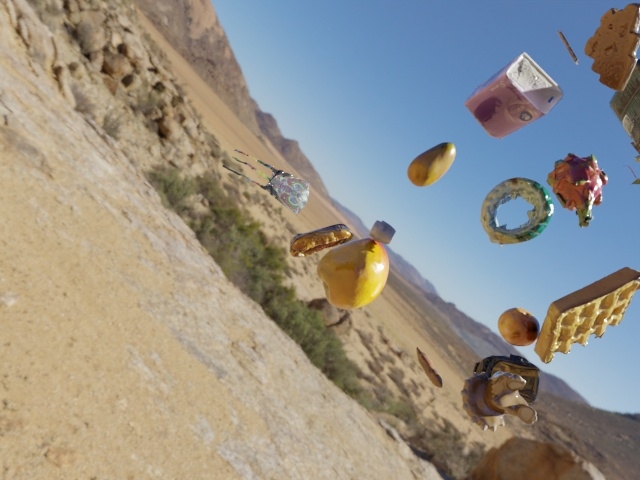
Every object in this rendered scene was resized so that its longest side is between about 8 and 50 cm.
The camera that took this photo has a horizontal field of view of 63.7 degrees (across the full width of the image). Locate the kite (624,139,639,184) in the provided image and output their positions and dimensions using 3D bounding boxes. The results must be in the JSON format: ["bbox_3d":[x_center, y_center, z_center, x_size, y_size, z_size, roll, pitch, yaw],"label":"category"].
[{"bbox_3d":[1.296,-0.296,2.028,0.244,0.198,0.006,44,39,-6],"label":"kite"}]

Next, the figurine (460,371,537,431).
[{"bbox_3d":[0.520,0.493,1.583,0.247,0.173,0.177,154,-83,-87],"label":"figurine"}]

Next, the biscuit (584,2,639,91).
[{"bbox_3d":[1.031,-0.660,1.804,0.278,0.043,0.301,144,-55,-79],"label":"biscuit"}]

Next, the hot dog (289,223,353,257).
[{"bbox_3d":[0.000,0.000,1.953,0.131,0.253,0.069,67,8,-64],"label":"hot dog"}]

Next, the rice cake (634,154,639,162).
[{"bbox_3d":[1.056,-0.287,1.637,0.021,0.121,0.022,58,0,-29],"label":"rice cake"}]

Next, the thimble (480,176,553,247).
[{"bbox_3d":[0.779,-0.108,2.071,0.254,0.288,0.167,44,10,16],"label":"thimble"}]

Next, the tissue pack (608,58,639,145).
[{"bbox_3d":[1.405,-0.543,2.121,0.254,0.264,0.416,11,41,-3],"label":"tissue pack"}]

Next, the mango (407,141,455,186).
[{"bbox_3d":[0.525,-0.352,2.420,0.139,0.255,0.175,56,-2,19],"label":"mango"}]

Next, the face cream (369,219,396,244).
[{"bbox_3d":[0.256,-0.033,2.128,0.095,0.091,0.091,27,1,9],"label":"face cream"}]

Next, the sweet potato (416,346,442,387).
[{"bbox_3d":[0.475,0.559,2.259,0.218,0.051,0.065,-121,-159,-44],"label":"sweet potato"}]

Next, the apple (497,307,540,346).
[{"bbox_3d":[0.718,0.310,1.855,0.146,0.146,0.146,44,4,-4],"label":"apple"}]

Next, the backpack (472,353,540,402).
[{"bbox_3d":[0.764,0.570,2.137,0.259,0.206,0.133,8,-16,21],"label":"backpack"}]

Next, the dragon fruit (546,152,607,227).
[{"bbox_3d":[0.702,-0.140,1.402,0.137,0.135,0.235,37,51,-24],"label":"dragon fruit"}]

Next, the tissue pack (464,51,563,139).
[{"bbox_3d":[0.777,-0.577,2.119,0.242,0.160,0.338,44,-15,-5],"label":"tissue pack"}]

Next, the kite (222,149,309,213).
[{"bbox_3d":[-0.163,-0.195,1.616,0.286,0.015,0.152,27,47,-12],"label":"kite"}]

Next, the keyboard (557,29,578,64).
[{"bbox_3d":[1.081,-0.842,2.246,0.055,0.017,0.165,-2,66,-55],"label":"keyboard"}]

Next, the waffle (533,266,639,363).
[{"bbox_3d":[0.885,0.246,1.711,0.304,0.349,0.077,79,-16,-46],"label":"waffle"}]

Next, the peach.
[{"bbox_3d":[0.151,0.141,2.192,0.289,0.308,0.288,157,-90,-85],"label":"peach"}]
